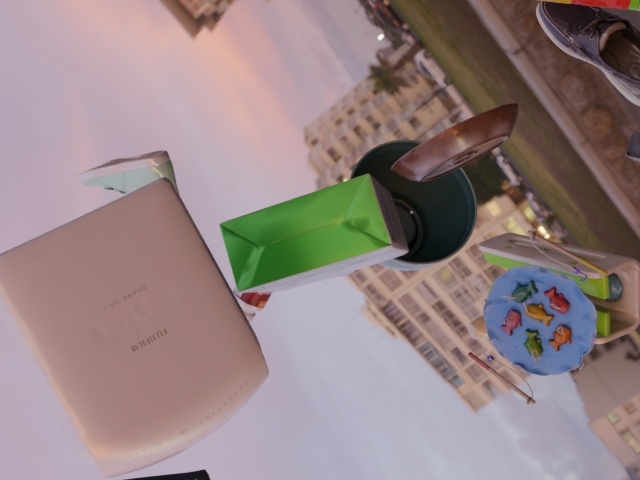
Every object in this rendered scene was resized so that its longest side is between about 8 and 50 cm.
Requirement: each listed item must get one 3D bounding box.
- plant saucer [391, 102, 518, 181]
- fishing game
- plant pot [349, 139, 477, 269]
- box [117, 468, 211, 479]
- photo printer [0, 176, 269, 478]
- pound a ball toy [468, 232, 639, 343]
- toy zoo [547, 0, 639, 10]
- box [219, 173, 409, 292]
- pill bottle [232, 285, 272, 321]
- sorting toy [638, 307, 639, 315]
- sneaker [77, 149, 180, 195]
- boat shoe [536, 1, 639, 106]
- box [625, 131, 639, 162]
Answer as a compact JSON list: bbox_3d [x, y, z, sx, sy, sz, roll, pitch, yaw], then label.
[{"bbox_3d":[0.197,-0.130,1.043,0.036,0.199,0.199,66,-164,7],"label":"plant saucer"},{"bbox_3d":[0.342,0.131,1.163,0.189,0.264,0.041,38,-150,26],"label":"fishing game"},{"bbox_3d":[0.184,-0.056,1.674,0.293,0.293,0.196,55,160,10],"label":"plant pot"},{"bbox_3d":[-0.274,0.641,1.215,0.212,0.395,0.293,1,-157,-25],"label":"box"},{"bbox_3d":[-0.224,0.111,0.891,0.307,0.256,0.107,62,158,-2],"label":"photo printer"},{"bbox_3d":[0.411,0.104,1.313,0.319,0.136,0.208,17,119,58],"label":"pound a ball toy"},{"bbox_3d":[0.428,-0.459,1.213,0.030,0.294,0.192,90,-170,-53],"label":"toy zoo"},{"bbox_3d":[0.000,0.000,1.248,0.231,0.262,0.126,10,-117,-75],"label":"box"},{"bbox_3d":[-0.153,0.111,1.711,0.086,0.152,0.086,27,-165,-8],"label":"pill bottle"},{"bbox_3d":[0.558,0.002,0.906,0.256,0.257,0.089,11,-151,-1],"label":"sorting toy"},{"bbox_3d":[-0.422,-0.105,1.619,0.094,0.256,0.151,-43,-58,-54],"label":"sneaker"},{"bbox_3d":[0.499,-0.349,1.277,0.285,0.103,0.092,49,-179,15],"label":"boat shoe"},{"bbox_3d":[0.592,-0.117,1.138,0.184,0.045,0.191,22,-170,33],"label":"box"}]
